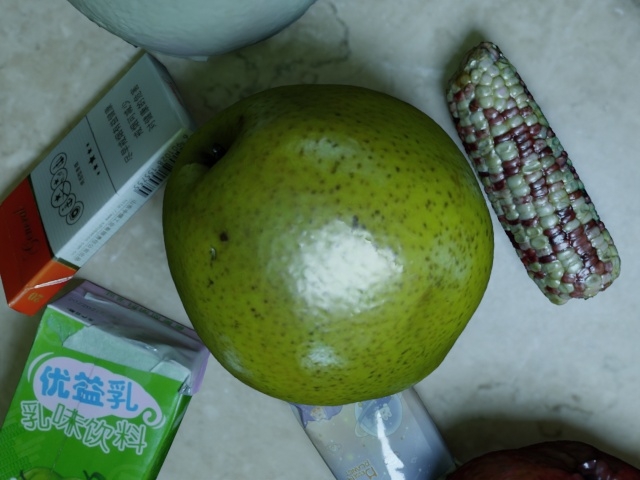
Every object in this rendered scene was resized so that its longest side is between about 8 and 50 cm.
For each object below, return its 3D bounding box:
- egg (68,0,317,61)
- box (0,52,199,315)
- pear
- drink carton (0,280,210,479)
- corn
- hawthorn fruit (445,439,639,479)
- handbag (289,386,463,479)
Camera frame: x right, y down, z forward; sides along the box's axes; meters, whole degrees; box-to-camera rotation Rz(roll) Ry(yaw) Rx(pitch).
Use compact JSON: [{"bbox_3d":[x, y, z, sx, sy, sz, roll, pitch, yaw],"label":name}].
[{"bbox_3d":[-0.118,-0.310,0.773,0.337,0.201,0.337,1,106,5],"label":"egg"},{"bbox_3d":[-0.221,-0.055,0.879,0.245,0.139,0.035,-44,137,12],"label":"box"},{"bbox_3d":[0.000,0.000,0.784,0.294,0.294,0.294,1,102,7],"label":"pear"},{"bbox_3d":[-0.232,0.198,0.940,0.161,0.108,0.271,24,104,2],"label":"drink carton"},{"bbox_3d":[0.188,-0.059,0.844,0.086,0.086,0.253,-28,96,12],"label":"corn"},{"bbox_3d":[0.201,0.336,0.846,0.265,0.265,0.307,25,120,2],"label":"hawthorn fruit"},{"bbox_3d":[0.056,0.194,0.912,0.117,0.095,0.173,-32,93,13],"label":"handbag"}]
